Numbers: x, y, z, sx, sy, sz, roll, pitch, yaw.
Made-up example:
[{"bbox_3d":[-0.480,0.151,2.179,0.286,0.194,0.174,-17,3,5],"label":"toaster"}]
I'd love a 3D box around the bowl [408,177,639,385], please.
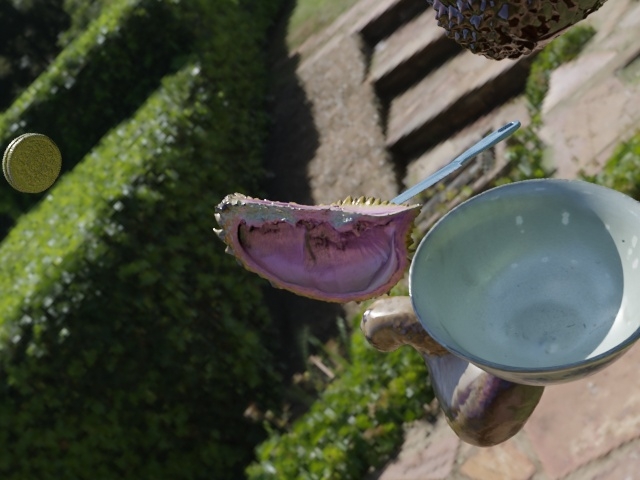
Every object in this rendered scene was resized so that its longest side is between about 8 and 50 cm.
[{"bbox_3d":[0.273,0.080,1.310,0.313,0.146,0.313,-10,42,9],"label":"bowl"}]

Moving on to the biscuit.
[{"bbox_3d":[-0.398,-0.107,1.486,0.023,0.084,0.084,14,58,43],"label":"biscuit"}]

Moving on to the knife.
[{"bbox_3d":[0.233,-0.129,1.891,0.313,0.019,0.044,-33,19,-12],"label":"knife"}]

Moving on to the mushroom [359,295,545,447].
[{"bbox_3d":[0.219,0.160,1.508,0.255,0.267,0.267,-18,7,-18],"label":"mushroom"}]

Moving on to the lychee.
[{"bbox_3d":[0.236,-0.360,1.272,0.267,0.267,0.267,-43,16,15],"label":"lychee"}]

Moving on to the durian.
[{"bbox_3d":[-0.001,0.001,1.725,0.341,0.191,0.112,2,37,11],"label":"durian"}]
